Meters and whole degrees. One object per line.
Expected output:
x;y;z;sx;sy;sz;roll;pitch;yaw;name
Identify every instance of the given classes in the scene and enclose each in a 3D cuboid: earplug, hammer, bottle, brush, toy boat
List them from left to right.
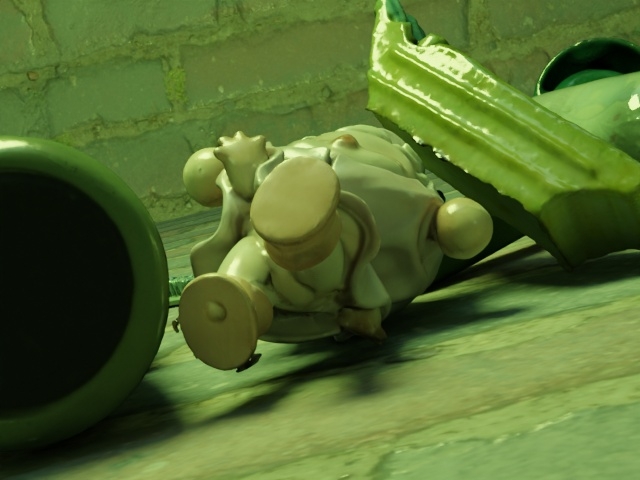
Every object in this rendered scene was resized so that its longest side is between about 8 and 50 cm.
-0.187;0.031;0.804;0.168;0.169;0.347;-14;1;-10;bottle
-0.161;0.053;1.236;0.178;0.030;0.033;-10;16;32;brush
0.115;-0.069;0.881;0.084;0.276;0.111;-46;-38;-1;toy boat
0.164;-0.041;1.024;0.335;0.119;0.206;-25;9;-36;hammer
0.311;-0.132;1.549;0.257;0.164;0.280;-49;-13;7;earplug

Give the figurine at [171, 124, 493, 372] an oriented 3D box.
0.000;0.000;0.778;0.200;0.133;0.276;11;12;15;figurine
